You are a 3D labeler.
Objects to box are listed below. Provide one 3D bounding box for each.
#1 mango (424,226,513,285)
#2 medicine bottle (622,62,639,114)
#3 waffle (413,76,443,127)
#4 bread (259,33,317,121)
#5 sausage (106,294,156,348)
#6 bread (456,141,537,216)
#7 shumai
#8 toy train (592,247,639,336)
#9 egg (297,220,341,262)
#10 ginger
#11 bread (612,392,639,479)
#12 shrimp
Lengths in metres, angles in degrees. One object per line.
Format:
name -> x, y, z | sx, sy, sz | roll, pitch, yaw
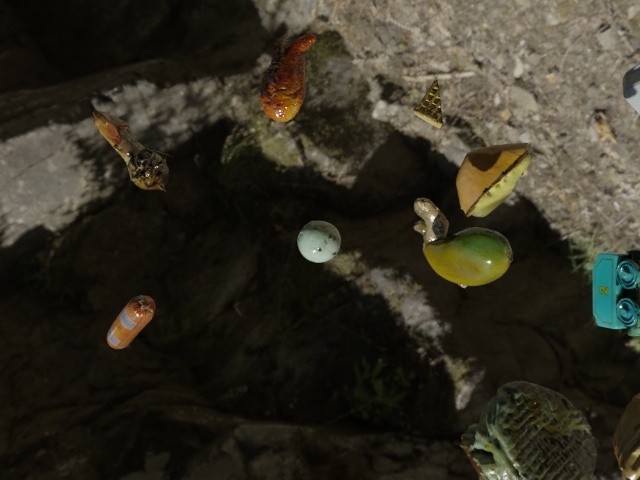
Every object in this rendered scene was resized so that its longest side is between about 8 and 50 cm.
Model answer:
mango -> 0.314, 0.036, 1.359 | 0.191, 0.085, 0.122 | -18, 111, 50
medicine bottle -> 0.738, -0.307, 1.380 | 0.183, 0.069, 0.119 | 35, 139, -23
waffle -> 0.339, -0.398, 1.867 | 0.097, 0.153, 0.023 | 29, 155, 9
bread -> -0.099, -0.458, 1.797 | 0.139, 0.269, 0.095 | 6, 173, 27
sausage -> -0.377, 0.165, 1.273 | 0.053, 0.053, 0.348 | 55, 149, 2
bread -> 0.478, -0.190, 1.834 | 0.162, 0.262, 0.204 | 44, -160, 13
shumai -> 0.311, 0.315, 0.984 | 0.184, 0.184, 0.142 | 54, 157, 6
toy train -> 0.723, 0.119, 1.519 | 0.163, 0.112, 0.203 | -177, 88, -72
egg -> 0.000, 0.000, 1.968 | 0.131, 0.131, 0.164 | 55, -161, 4
ginger -> 0.265, -0.004, 1.519 | 0.259, 0.065, 0.149 | 57, 171, -29
bread -> 0.601, 0.390, 1.095 | 0.274, 0.149, 0.274 | 46, -159, -23
shrimp -> -0.273, -0.128, 0.959 | 0.150, 0.068, 0.248 | 47, 172, -33
